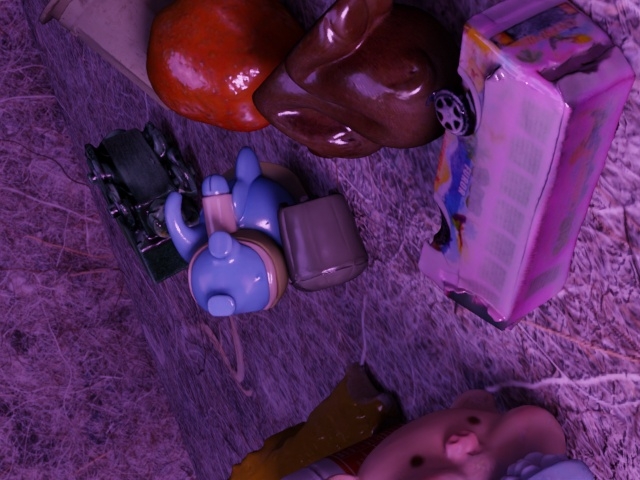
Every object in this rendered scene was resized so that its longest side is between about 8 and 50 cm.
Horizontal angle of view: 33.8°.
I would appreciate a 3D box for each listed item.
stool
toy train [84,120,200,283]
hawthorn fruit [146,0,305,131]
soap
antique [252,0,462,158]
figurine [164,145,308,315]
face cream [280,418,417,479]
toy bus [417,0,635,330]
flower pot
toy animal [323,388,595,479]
[{"bbox_3d":[0.000,0.000,1.220,0.096,0.096,0.110,161,92,-71],"label":"stool"},{"bbox_3d":[-0.305,-0.074,1.898,0.299,0.167,0.238,51,164,46],"label":"toy train"},{"bbox_3d":[-0.101,-0.208,1.175,0.189,0.189,0.189,54,155,39],"label":"hawthorn fruit"},{"bbox_3d":[-0.066,0.339,1.367,0.169,0.339,0.304,48,153,43],"label":"soap"},{"bbox_3d":[0.039,-0.139,0.940,0.143,0.121,0.257,44,161,-9],"label":"antique"},{"bbox_3d":[-0.094,-0.009,1.293,0.180,0.154,0.262,57,-161,-6],"label":"figurine"},{"bbox_3d":[0.075,0.326,1.198,0.201,0.187,0.201,53,155,39],"label":"face cream"},{"bbox_3d":[0.143,-0.048,0.791,0.112,0.090,0.274,47,153,30],"label":"toy bus"},{"bbox_3d":[-0.213,-0.280,1.325,0.202,0.212,0.212,46,167,-17],"label":"flower pot"},{"bbox_3d":[0.152,0.266,0.932,0.229,0.210,0.221,6,117,50],"label":"toy animal"}]
